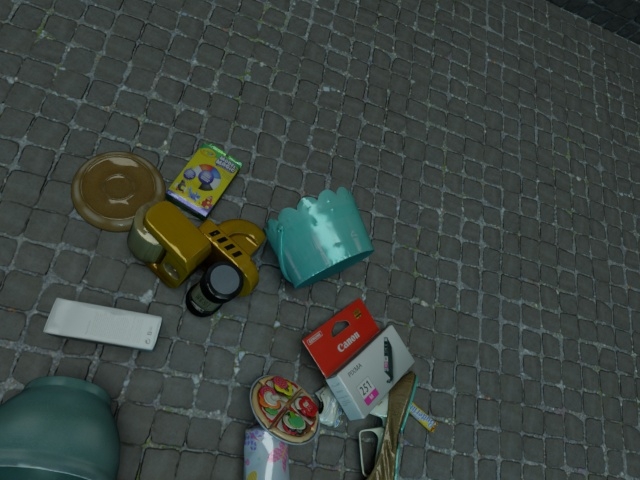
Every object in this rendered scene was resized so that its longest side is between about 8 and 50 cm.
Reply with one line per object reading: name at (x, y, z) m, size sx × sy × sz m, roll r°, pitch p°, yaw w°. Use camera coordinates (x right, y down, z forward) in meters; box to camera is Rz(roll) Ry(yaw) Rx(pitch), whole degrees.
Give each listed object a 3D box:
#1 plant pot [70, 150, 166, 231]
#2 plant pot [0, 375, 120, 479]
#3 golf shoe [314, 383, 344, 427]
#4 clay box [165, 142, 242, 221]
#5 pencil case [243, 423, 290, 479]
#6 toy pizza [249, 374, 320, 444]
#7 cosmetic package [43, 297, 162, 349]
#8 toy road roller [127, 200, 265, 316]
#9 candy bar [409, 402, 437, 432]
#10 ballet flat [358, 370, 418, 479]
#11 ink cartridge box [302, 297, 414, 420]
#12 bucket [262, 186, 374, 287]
plant pot at (-0.539, -0.139, 1.152) m, size 0.236 × 0.032 × 0.237 m, roll 6°, pitch 71°, yaw -17°
plant pot at (-0.541, 0.401, 0.866) m, size 0.292 × 0.293 × 0.196 m, roll 13°, pitch 43°, yaw -15°
golf shoe at (0.030, 0.405, 1.159) m, size 0.085 × 0.069 × 0.176 m, roll 16°, pitch 67°, yaw -7°
clay box at (-0.324, -0.179, 1.227) m, size 0.127 × 0.053 × 0.222 m, roll 31°, pitch 67°, yaw -8°
pencil case at (-0.122, 0.577, 1.021) m, size 0.124 × 0.113 × 0.274 m, roll 23°, pitch 60°, yaw -56°
toy pizza at (-0.082, 0.409, 1.066) m, size 0.201 × 0.201 × 0.032 m, roll 30°, pitch 111°, yaw -13°
cosmetic package at (-0.500, 0.203, 1.012) m, size 0.230 × 0.117 × 0.086 m, roll 16°, pitch 68°, yaw -15°
toy road roller at (-0.296, 0.017, 1.102) m, size 0.329 × 0.202 × 0.241 m, roll 45°, pitch 53°, yaw -7°
candy bar at (0.272, 0.490, 1.239) m, size 0.161 × 0.018 × 0.040 m, roll 42°, pitch 65°, yaw -2°
ballet flat at (0.169, 0.512, 1.155) m, size 0.123 × 0.116 × 0.343 m, roll 13°, pitch 75°, yaw 10°
ink cartridge box at (0.113, 0.304, 1.173) m, size 0.275 × 0.060 × 0.239 m, roll -27°, pitch 84°, yaw -45°
bucket at (0.000, 0.000, 1.166) m, size 0.280 × 0.281 × 0.183 m, roll -20°, pitch 78°, yaw -23°
